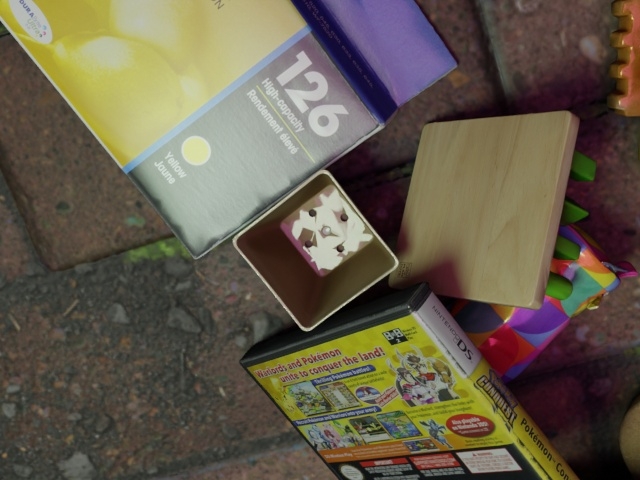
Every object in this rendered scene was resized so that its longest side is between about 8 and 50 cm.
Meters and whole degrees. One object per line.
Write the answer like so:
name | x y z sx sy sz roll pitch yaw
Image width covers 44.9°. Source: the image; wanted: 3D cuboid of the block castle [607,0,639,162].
block castle | 0.349 -0.137 0.558 0.213 0.303 0.452 -2 104 6

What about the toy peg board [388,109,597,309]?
toy peg board | 0.158 -0.020 0.686 0.079 0.161 0.161 20 80 -38

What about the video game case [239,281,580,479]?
video game case | 0.075 0.173 0.721 0.248 0.035 0.275 51 142 -9

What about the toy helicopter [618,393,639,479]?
toy helicopter | 0.426 0.288 0.747 0.355 0.140 0.235 51 126 3

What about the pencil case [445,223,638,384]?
pencil case | 0.179 0.078 0.738 0.104 0.104 0.236 43 105 -7

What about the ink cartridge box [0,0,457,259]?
ink cartridge box | -0.085 -0.186 0.703 0.307 0.072 0.303 -35 99 15

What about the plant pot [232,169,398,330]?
plant pot | 0.000 0.000 0.728 0.109 0.096 0.109 -37 97 13
